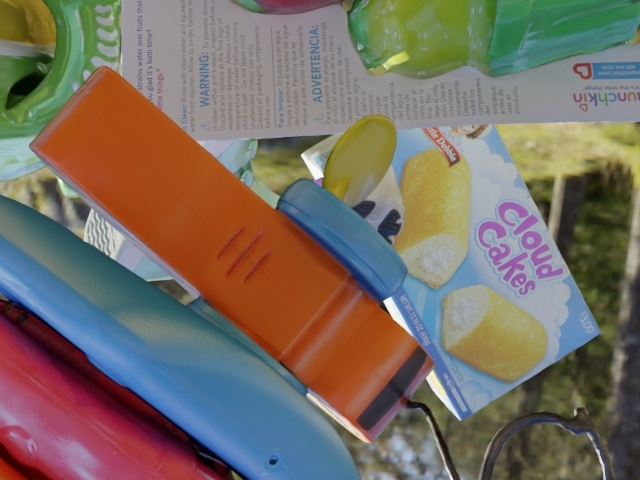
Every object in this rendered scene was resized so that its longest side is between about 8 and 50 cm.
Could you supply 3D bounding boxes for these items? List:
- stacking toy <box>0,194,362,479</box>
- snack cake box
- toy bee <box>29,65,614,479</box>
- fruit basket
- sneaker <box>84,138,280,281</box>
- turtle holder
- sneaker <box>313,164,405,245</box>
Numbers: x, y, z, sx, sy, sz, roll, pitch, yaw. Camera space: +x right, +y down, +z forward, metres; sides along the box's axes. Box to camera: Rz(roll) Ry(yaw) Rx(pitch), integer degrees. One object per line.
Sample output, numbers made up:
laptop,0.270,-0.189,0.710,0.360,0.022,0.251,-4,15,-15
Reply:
stacking toy,-0.142,0.144,0.478,0.165,0.302,0.175,27,167,44
snack cake box,0.115,0.003,1.200,0.152,0.264,0.089,-31,-162,-4
toy bee,-0.014,0.049,0.675,0.195,0.298,0.162,-28,170,-5
fruit basket,0.039,-0.218,0.943,0.353,0.327,0.165,-6,161,6
sneaker,-0.067,-0.065,1.067,0.151,0.256,0.094,5,-135,-39
turtle holder,-0.302,-0.137,1.066,0.243,0.228,0.320,-8,173,-30
sneaker,0.000,0.000,0.953,0.068,0.071,0.170,28,129,-27
